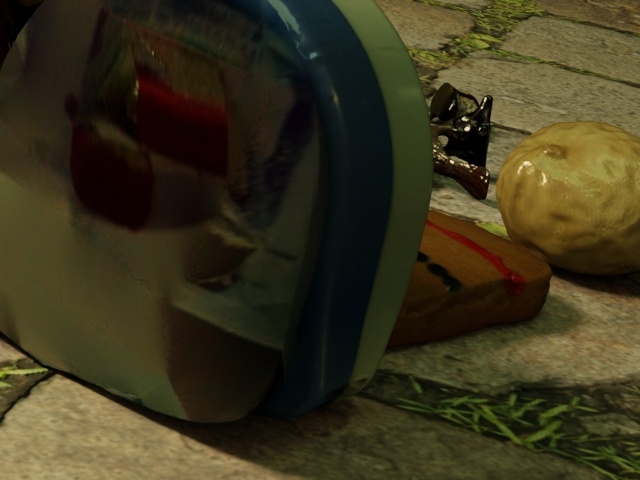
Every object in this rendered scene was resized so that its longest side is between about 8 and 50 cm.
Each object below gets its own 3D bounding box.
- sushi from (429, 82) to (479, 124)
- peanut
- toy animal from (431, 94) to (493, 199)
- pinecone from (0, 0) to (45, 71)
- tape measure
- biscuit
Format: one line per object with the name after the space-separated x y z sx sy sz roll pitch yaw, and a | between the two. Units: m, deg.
0.137 -0.123 1.637 0.046 0.044 0.083 29 17 -14 | sushi
0.213 -0.033 1.290 0.159 0.109 0.140 4 20 -25 | peanut
0.074 -0.096 1.468 0.202 0.070 0.105 22 40 20 | toy animal
-0.306 -0.320 1.407 0.398 0.397 0.398 10 19 -3 | pinecone
-0.067 -0.043 0.969 0.259 0.262 0.138 23 12 29 | tape measure
0.000 -0.002 1.171 0.277 0.052 0.262 -6 26 -41 | biscuit
